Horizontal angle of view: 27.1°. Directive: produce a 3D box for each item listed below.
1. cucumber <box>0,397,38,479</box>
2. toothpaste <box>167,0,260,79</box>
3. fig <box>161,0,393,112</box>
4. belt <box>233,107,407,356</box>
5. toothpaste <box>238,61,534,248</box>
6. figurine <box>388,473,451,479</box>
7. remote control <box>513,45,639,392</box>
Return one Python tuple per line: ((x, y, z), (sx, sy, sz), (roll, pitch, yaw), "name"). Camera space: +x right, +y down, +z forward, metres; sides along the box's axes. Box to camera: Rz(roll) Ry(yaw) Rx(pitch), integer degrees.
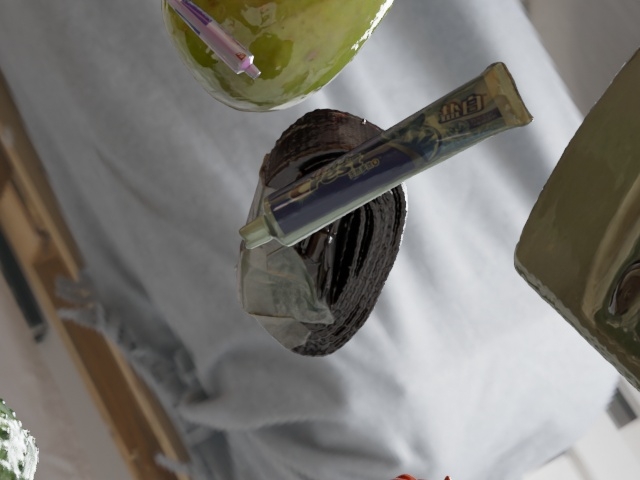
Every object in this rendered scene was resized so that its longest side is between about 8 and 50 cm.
((-0.374, 0.195, 1.335), (0.134, 0.134, 0.244), (-27, 152, -13), "cucumber")
((-0.133, -0.245, 1.514), (0.028, 0.170, 0.045), (-47, 176, 16), "toothpaste")
((-0.043, -0.317, 1.773), (0.326, 0.258, 0.258), (-23, 161, 5), "fig")
((0.000, 0.000, 1.575), (0.184, 0.164, 0.289), (11, 118, -9), "belt")
((0.049, -0.062, 1.122), (0.268, 0.047, 0.069), (-28, -161, 11), "toothpaste")
((0.089, 0.356, 1.450), (0.257, 0.181, 0.208), (27, 156, -18), "figurine")
((0.135, 0.007, 0.348), (0.038, 0.285, 0.123), (31, 101, -23), "remote control")
